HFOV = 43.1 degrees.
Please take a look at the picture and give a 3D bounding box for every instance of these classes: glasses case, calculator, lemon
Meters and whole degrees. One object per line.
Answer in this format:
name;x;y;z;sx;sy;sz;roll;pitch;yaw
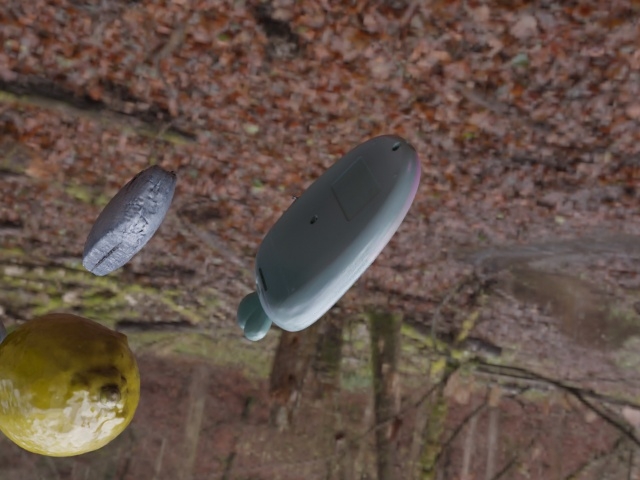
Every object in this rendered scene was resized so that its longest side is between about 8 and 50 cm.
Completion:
glasses case;-0.256;-0.022;1.062;0.067;0.109;0.282;33;155;-14
calculator;0.000;0.000;0.927;0.041;0.299;0.185;35;-162;-30
lemon;-0.475;0.265;1.503;0.285;0.285;0.316;12;153;-12

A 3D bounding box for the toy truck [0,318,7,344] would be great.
toy truck;-0.720;0.119;1.607;0.155;0.268;0.124;-29;175;35
